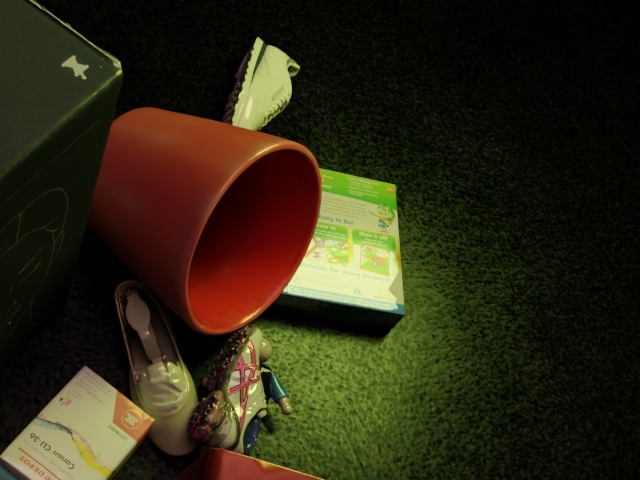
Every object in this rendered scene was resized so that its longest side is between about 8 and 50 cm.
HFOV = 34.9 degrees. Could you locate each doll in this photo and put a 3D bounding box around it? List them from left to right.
[{"bbox_3d":[-0.100,0.213,1.365,0.129,0.046,0.189,15,52,0],"label":"doll"}]

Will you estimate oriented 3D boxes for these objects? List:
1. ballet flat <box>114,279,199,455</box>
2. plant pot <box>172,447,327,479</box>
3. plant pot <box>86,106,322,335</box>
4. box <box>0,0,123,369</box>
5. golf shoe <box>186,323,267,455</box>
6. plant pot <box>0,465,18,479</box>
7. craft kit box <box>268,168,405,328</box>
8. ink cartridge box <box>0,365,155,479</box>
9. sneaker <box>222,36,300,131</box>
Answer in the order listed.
[{"bbox_3d":[-0.218,0.157,1.326,0.086,0.086,0.248,-7,59,-28],"label":"ballet flat"},{"bbox_3d":[-0.053,0.403,1.136,0.267,0.267,0.236,19,64,-11],"label":"plant pot"},{"bbox_3d":[-0.174,-0.047,1.365,0.243,0.275,0.275,28,47,27],"label":"plant pot"},{"bbox_3d":[-0.490,0.017,1.054,0.297,0.472,0.480,36,50,3],"label":"box"},{"bbox_3d":[-0.106,0.194,1.316,0.086,0.067,0.186,35,50,-18],"label":"golf shoe"},{"bbox_3d":[-0.391,0.348,1.032,0.236,0.236,0.212,39,57,4],"label":"plant pot"},{"bbox_3d":[0.000,0.000,1.552,0.249,0.061,0.247,12,57,-17],"label":"craft kit box"},{"bbox_3d":[-0.307,0.264,1.226,0.115,0.067,0.198,37,51,2],"label":"ink cartridge box"},{"bbox_3d":[-0.096,-0.231,1.651,0.094,0.090,0.235,28,52,-16],"label":"sneaker"}]
